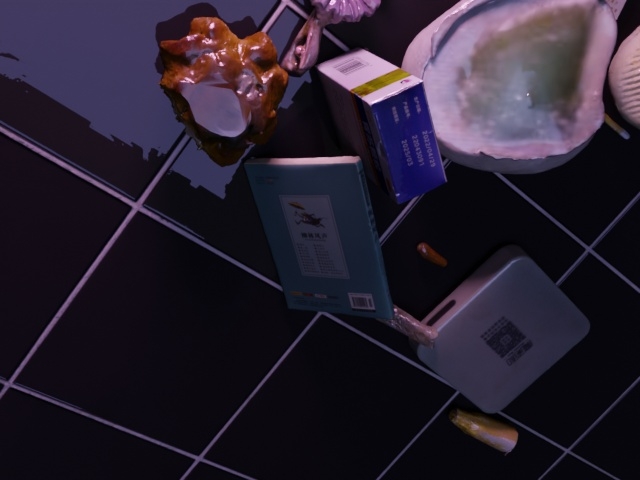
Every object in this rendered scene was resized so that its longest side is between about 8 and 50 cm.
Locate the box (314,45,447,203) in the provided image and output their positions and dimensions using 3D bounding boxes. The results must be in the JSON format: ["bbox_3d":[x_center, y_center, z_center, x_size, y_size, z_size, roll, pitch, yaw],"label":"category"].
[{"bbox_3d":[0.105,-0.222,1.294,0.106,0.299,0.200,-24,121,-7],"label":"box"}]

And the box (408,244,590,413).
[{"bbox_3d":[0.455,0.232,1.763,0.367,0.090,0.373,-44,121,9],"label":"box"}]

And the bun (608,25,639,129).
[{"bbox_3d":[0.767,-0.362,1.494,0.287,0.146,0.287,9,116,19],"label":"bun"}]

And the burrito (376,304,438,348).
[{"bbox_3d":[0.201,0.197,1.655,0.171,0.042,0.051,31,107,16],"label":"burrito"}]

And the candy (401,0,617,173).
[{"bbox_3d":[0.366,-0.321,1.387,0.426,0.186,0.386,-6,106,-8],"label":"candy"}]

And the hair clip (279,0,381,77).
[{"bbox_3d":[0.013,-0.434,1.291,0.173,0.069,0.300,20,109,-24],"label":"hair clip"}]

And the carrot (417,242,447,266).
[{"bbox_3d":[0.261,0.035,1.634,0.093,0.032,0.032,32,104,-34],"label":"carrot"}]

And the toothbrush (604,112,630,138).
[{"bbox_3d":[0.607,-0.303,1.567,0.288,0.021,0.024,31,115,-27],"label":"toothbrush"}]

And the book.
[{"bbox_3d":[0.000,0.000,1.446,0.264,0.031,0.379,3,124,27],"label":"book"}]

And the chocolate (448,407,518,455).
[{"bbox_3d":[0.442,0.510,1.915,0.219,0.086,0.086,30,105,-24],"label":"chocolate"}]

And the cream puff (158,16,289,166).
[{"bbox_3d":[-0.174,-0.267,1.273,0.241,0.155,0.269,-1,115,-17],"label":"cream puff"}]

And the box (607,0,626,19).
[{"bbox_3d":[0.613,-0.551,1.436,0.090,0.024,0.167,12,112,-22],"label":"box"}]
